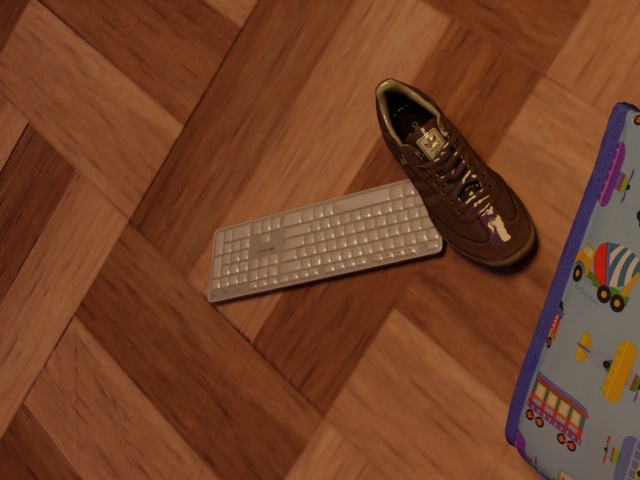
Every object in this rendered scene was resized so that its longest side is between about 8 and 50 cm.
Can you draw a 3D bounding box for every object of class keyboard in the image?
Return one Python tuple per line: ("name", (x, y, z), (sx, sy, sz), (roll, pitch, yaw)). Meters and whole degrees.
("keyboard", (0.000, 0.000, 1.175), (0.256, 0.014, 0.072), (-13, 69, 36))

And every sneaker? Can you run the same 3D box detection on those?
("sneaker", (0.095, -0.054, 1.064), (0.066, 0.071, 0.188), (-41, 52, 4))

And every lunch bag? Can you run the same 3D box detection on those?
("lunch bag", (0.245, 0.093, 0.879), (0.221, 0.138, 0.293), (36, 110, 38))
